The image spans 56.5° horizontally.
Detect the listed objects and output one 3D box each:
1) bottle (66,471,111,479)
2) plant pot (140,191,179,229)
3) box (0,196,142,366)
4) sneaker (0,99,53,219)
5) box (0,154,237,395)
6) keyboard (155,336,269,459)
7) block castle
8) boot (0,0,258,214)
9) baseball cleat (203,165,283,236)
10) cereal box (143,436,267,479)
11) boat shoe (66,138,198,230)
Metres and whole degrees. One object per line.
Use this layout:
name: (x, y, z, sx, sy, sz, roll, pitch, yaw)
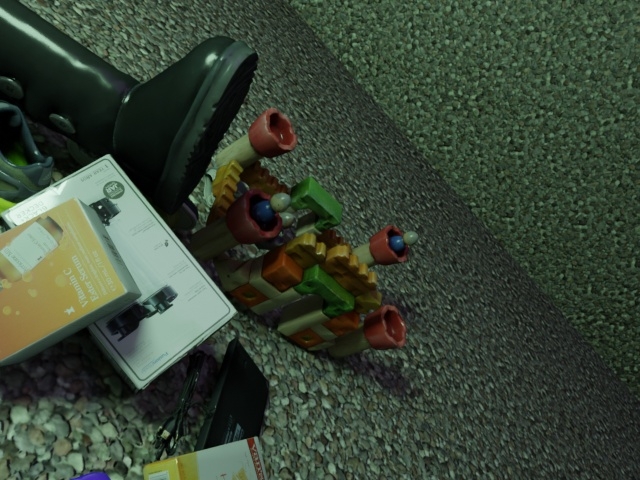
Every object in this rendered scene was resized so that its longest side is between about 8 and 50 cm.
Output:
bottle: (-0.206, 0.374, 0.562, 0.092, 0.118, 0.283, 3, 54, -55)
plant pot: (-0.291, -0.028, 0.986, 0.083, 0.083, 0.079, 43, 41, -12)
box: (-0.323, 0.051, 0.700, 0.130, 0.170, 0.091, 59, -10, 3)
sneaker: (-0.478, -0.165, 0.821, 0.300, 0.121, 0.111, 46, 28, -6)
box: (-0.274, 0.047, 0.821, 0.169, 0.087, 0.290, -40, 88, -29)
keyboard: (-0.150, 0.260, 0.836, 0.317, 0.033, 0.201, -81, 147, -56)
block castle: (0.000, 0.000, 1.123, 0.453, 0.213, 0.303, 42, 39, -32)
boot: (-0.338, -0.252, 0.812, 0.445, 0.367, 0.146, 36, 52, -7)
baseball cleat: (-0.169, -0.063, 1.224, 0.206, 0.072, 0.109, 51, 44, 6)
cereal box: (-0.114, 0.331, 0.699, 0.240, 0.047, 0.173, 37, 36, -70)
boat shoe: (-0.313, -0.115, 1.038, 0.254, 0.095, 0.079, 34, 42, -10)
